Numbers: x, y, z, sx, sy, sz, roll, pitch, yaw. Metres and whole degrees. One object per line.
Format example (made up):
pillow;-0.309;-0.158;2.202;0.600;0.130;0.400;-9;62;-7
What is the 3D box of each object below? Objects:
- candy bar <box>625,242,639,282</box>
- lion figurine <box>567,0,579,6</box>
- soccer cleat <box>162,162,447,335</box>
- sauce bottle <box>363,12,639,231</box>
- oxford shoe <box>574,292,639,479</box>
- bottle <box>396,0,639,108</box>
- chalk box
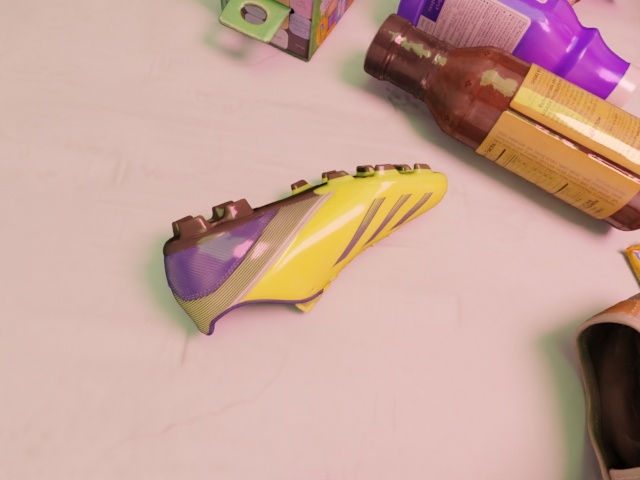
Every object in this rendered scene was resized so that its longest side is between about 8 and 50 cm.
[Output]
candy bar;0.370;0.074;0.497;0.040;0.018;0.161;-10;69;-12
lion figurine;0.339;-0.465;0.605;0.241;0.142;0.391;8;93;-2
soccer cleat;-0.001;0.000;0.458;0.289;0.093;0.121;-19;101;-20
sauce bottle;0.212;-0.139;0.518;0.345;0.111;0.111;33;66;6
oxford shoe;0.292;0.241;0.338;0.130;0.169;0.448;0;62;-5
bottle;0.231;-0.241;0.561;0.283;0.118;0.092;33;66;8
chalk box;-0.036;-0.318;0.552;0.133;0.132;0.213;28;66;5
